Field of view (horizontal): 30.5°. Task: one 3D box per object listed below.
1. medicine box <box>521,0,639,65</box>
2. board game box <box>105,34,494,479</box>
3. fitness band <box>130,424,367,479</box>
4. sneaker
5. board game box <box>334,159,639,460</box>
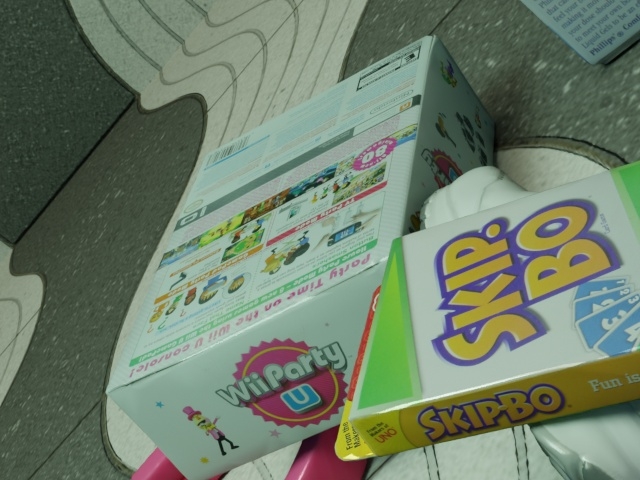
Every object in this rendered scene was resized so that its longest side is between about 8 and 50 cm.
[{"bbox_3d":[0.149,-0.317,0.833,0.149,0.289,0.263,-39,25,32],"label":"medicine box"},{"bbox_3d":[0.000,0.000,0.823,0.224,0.097,0.303,-26,25,25],"label":"board game box"},{"bbox_3d":[-0.073,0.191,0.841,0.291,0.054,0.209,-49,22,13],"label":"fitness band"},{"bbox_3d":[0.144,0.032,0.601,0.129,0.111,0.297,-38,30,6],"label":"sneaker"},{"bbox_3d":[0.119,0.019,0.511,0.259,0.039,0.124,-21,32,30],"label":"board game box"}]
